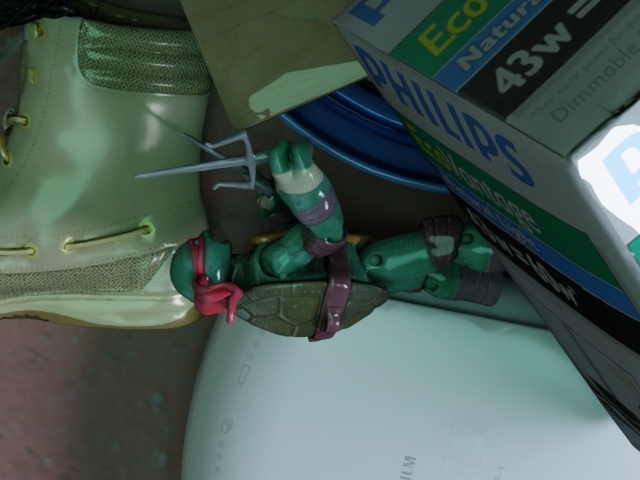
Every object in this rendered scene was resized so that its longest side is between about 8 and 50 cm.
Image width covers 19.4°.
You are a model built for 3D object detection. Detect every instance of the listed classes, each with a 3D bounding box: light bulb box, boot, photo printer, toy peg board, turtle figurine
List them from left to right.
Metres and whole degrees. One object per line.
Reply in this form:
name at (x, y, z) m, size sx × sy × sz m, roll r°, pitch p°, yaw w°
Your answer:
boot at (-0.193, -0.053, 1.154) m, size 0.262 × 0.095 × 0.203 m, roll 4°, pitch 109°, yaw -1°
turtle figurine at (0.000, 0.000, 1.071) m, size 0.234 × 0.175 × 0.118 m, roll 3°, pitch 90°, yaw -14°
toy peg board at (0.001, -0.166, 1.050) m, size 0.161 × 0.079 × 0.161 m, roll -22°, pitch 91°, yaw 10°
photo printer at (0.067, 0.137, 1.203) m, size 0.307 × 0.107 × 0.256 m, roll 12°, pitch 108°, yaw -2°
light bulb box at (0.266, -0.071, 0.956) m, size 0.358 × 0.225 × 0.361 m, roll -43°, pitch 124°, yaw -6°

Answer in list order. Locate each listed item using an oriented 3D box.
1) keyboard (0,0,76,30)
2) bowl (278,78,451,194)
keyboard at (-0.177, -0.158, 1.101) m, size 0.192 × 0.100 × 0.038 m, roll -4°, pitch 143°, yaw 29°
bowl at (0.107, -0.220, 1.096) m, size 0.391 × 0.077 × 0.391 m, roll 1°, pitch 110°, yaw 2°
